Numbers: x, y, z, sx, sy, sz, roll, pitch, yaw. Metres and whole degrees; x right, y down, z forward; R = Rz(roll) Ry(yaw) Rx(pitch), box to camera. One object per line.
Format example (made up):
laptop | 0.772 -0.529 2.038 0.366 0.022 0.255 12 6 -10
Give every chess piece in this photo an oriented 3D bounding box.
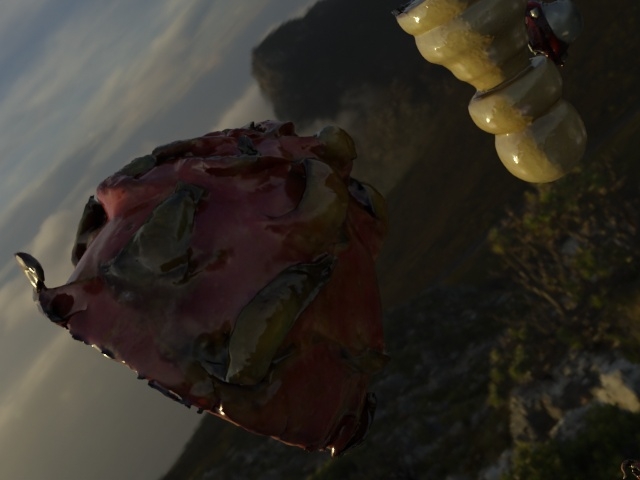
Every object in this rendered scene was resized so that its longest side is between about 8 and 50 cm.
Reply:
chess piece | 0.207 -0.184 1.065 0.143 0.261 0.143 -32 14 9

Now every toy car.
toy car | 0.427 -0.387 1.733 0.112 0.139 0.112 -26 0 31

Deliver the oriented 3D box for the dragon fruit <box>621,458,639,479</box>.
dragon fruit | 0.590 0.410 1.560 0.094 0.190 0.094 9 -90 -82

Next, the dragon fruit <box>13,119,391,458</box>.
dragon fruit | -0.055 0.014 0.838 0.263 0.296 0.314 -61 -34 -5
